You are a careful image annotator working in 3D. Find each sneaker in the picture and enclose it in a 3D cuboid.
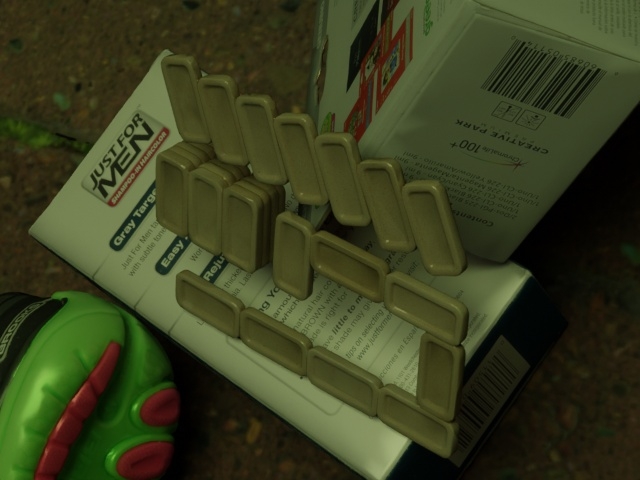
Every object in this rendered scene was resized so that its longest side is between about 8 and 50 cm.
[{"bbox_3d":[-0.277,0.250,1.333,0.202,0.185,0.483,28,83,50],"label":"sneaker"}]

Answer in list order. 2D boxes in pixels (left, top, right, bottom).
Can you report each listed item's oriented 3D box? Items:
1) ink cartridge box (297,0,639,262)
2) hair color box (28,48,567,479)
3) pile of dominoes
[{"bbox_3d":[0.096,-0.158,1.218,0.272,0.130,0.309,126,156,-48],"label":"ink cartridge box"},{"bbox_3d":[-0.020,0.025,1.304,0.347,0.105,0.174,33,84,30],"label":"hair color box"},{"bbox_3d":[0.000,0.000,1.165,0.251,0.196,0.040,27,42,29],"label":"pile of dominoes"}]
